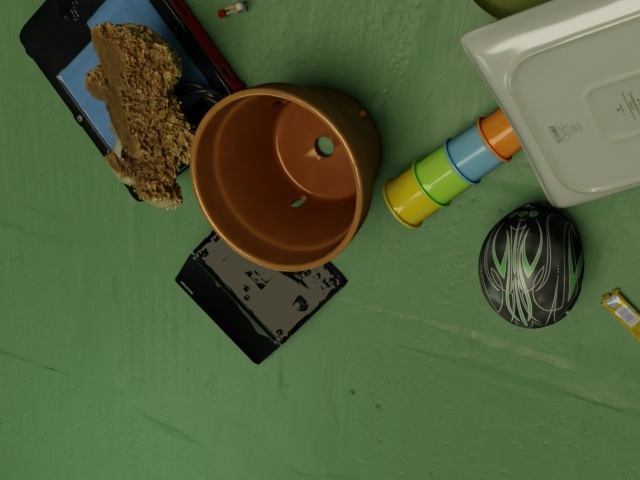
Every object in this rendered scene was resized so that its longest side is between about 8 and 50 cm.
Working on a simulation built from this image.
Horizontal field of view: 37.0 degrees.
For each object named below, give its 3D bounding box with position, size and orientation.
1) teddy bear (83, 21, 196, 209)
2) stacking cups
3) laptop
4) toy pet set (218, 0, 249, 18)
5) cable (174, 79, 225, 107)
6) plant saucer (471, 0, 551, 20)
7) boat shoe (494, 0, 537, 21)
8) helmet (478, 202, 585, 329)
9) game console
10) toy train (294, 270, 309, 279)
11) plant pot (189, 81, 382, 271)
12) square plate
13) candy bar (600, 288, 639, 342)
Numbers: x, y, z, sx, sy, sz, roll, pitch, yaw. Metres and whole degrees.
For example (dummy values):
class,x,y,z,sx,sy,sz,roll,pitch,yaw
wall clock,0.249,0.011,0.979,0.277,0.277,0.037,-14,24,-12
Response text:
class,x,y,z,sx,sy,sz,roll,pitch,yaw
teddy bear,-0.282,-0.202,1.553,0.245,0.113,0.338,23,132,44
stacking cups,0.240,-0.128,1.442,0.316,0.096,0.096,-32,95,33
laptop,-0.117,0.074,1.761,0.264,0.136,0.234,-45,89,9
toy pet set,-0.130,-0.427,1.526,0.114,0.065,0.122,11,120,62
cable,-0.219,-0.196,1.602,0.185,0.047,0.150,8,117,26
plant saucer,0.278,-0.403,1.267,0.241,0.037,0.240,-2,103,-10
boat shoe,0.289,-0.328,1.340,0.076,0.080,0.228,-1,104,29
helmet,0.314,0.043,1.431,0.169,0.161,0.169,15,134,16
game console,-0.332,-0.293,1.676,0.342,0.060,0.386,-32,95,34
toy train,0.000,0.000,1.644,0.036,0.027,0.158,42,112,13
plant pot,-0.029,-0.121,1.513,0.291,0.203,0.290,11,116,23
square plate,0.409,-0.187,1.264,0.344,0.049,0.347,-17,130,28
candy bar,0.498,0.139,1.476,0.161,0.018,0.040,45,121,3
